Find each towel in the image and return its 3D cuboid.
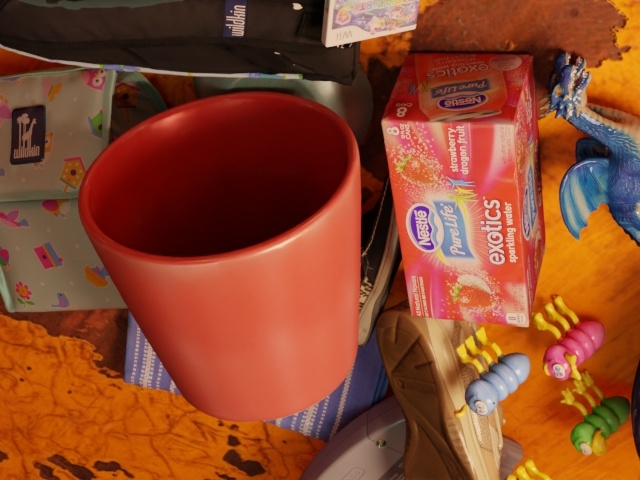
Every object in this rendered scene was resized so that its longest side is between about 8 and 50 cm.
[{"bbox_3d":[-0.079,0.138,1.630,0.336,0.040,0.243,16,133,6],"label":"towel"}]

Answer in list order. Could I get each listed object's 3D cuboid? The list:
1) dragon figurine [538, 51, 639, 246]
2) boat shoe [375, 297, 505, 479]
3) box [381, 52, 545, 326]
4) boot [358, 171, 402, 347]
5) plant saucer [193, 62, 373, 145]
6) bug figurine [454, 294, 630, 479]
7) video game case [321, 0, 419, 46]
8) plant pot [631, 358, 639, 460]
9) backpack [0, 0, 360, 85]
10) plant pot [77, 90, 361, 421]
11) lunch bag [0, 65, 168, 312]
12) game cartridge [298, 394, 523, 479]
[{"bbox_3d":[0.281,-0.052,1.296,0.144,0.085,0.289,5,127,19],"label":"dragon figurine"},{"bbox_3d":[0.161,0.209,1.501,0.121,0.110,0.341,12,124,46],"label":"boat shoe"},{"bbox_3d":[0.147,-0.048,1.324,0.128,0.122,0.257,4,131,18],"label":"box"},{"bbox_3d":[-0.001,0.002,1.450,0.178,0.085,0.236,21,132,6],"label":"boot"},{"bbox_3d":[-0.044,-0.141,1.369,0.195,0.037,0.195,10,132,12],"label":"plant saucer"},{"bbox_3d":[0.249,0.194,1.448,0.072,0.216,0.279,15,138,49],"label":"bug figurine"},{"bbox_3d":[0.046,-0.218,1.087,0.087,0.011,0.122,-15,136,-22],"label":"video game case"},{"bbox_3d":[0.446,0.179,1.359,0.236,0.212,0.236,11,132,9],"label":"plant pot"},{"bbox_3d":[-0.154,-0.276,1.153,0.355,0.273,0.290,-12,136,-10],"label":"backpack"},{"bbox_3d":[-0.075,0.026,1.309,0.275,0.275,0.243,2,130,18],"label":"plant pot"},{"bbox_3d":[-0.266,-0.062,1.439,0.223,0.160,0.262,-3,117,28],"label":"lunch bag"},{"bbox_3d":[0.087,0.308,1.669,0.198,0.062,0.297,29,126,-16],"label":"game cartridge"}]
